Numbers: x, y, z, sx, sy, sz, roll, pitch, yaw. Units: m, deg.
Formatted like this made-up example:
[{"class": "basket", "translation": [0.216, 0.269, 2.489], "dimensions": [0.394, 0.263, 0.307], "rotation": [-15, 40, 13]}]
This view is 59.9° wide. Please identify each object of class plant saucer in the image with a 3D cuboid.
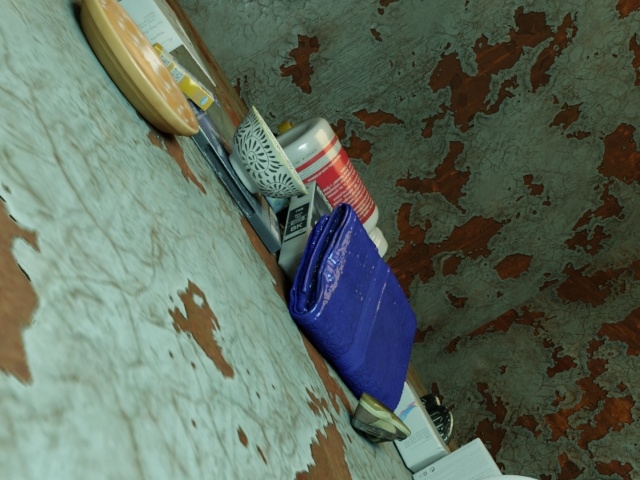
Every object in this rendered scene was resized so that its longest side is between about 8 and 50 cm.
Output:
[{"class": "plant saucer", "translation": [-0.218, -0.206, 0.663], "dimensions": [0.200, 0.037, 0.200], "rotation": [57, 4, -6]}]

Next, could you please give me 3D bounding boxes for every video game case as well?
[{"class": "video game case", "translation": [-0.151, -0.119, 0.953], "dimensions": [0.274, 0.026, 0.196], "rotation": [56, 4, -17]}]

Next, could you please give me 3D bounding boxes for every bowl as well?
[{"class": "bowl", "translation": [-0.098, -0.128, 0.915], "dimensions": [0.170, 0.080, 0.170], "rotation": [57, 4, -6]}]

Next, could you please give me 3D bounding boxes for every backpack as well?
[{"class": "backpack", "translation": [-0.080, -0.094, 1.238], "dimensions": [0.114, 0.084, 0.105], "rotation": [58, 1, 18]}]

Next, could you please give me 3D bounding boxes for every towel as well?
[{"class": "towel", "translation": [0.059, 0.121, 0.907], "dimensions": [0.308, 0.076, 0.227], "rotation": [56, 42, -36]}]

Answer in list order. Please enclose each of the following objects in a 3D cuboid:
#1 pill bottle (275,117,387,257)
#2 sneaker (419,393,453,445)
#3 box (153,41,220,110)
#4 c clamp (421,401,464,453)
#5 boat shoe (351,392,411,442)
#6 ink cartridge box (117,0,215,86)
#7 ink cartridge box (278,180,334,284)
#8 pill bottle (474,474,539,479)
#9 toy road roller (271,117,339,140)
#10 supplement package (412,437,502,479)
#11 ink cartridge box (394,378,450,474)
[{"class": "pill bottle", "translation": [0.015, -0.109, 1.524], "dimensions": [0.407, 0.229, 0.229], "rotation": [57, 4, -21]}, {"class": "sneaker", "translation": [0.333, 0.528, 1.586], "dimensions": [0.108, 0.100, 0.271], "rotation": [64, 3, -2]}, {"class": "box", "translation": [-0.222, -0.262, 0.907], "dimensions": [0.136, 0.028, 0.081], "rotation": [44, 7, -25]}, {"class": "c clamp", "translation": [0.218, 0.389, 1.110], "dimensions": [0.160, 0.022, 0.137], "rotation": [55, -43, 46]}, {"class": "boat shoe", "translation": [0.081, 0.256, 0.779], "dimensions": [0.056, 0.049, 0.152], "rotation": [36, -8, 43]}, {"class": "ink cartridge box", "translation": [-0.313, -0.421, 1.010], "dimensions": [0.275, 0.060, 0.239], "rotation": [60, 3, 32]}, {"class": "ink cartridge box", "translation": [0.000, 0.000, 1.075], "dimensions": [0.165, 0.065, 0.332], "rotation": [56, 18, -27]}, {"class": "pill bottle", "translation": [0.222, 0.387, 0.524], "dimensions": [0.323, 0.182, 0.181], "rotation": [58, 4, -24]}, {"class": "toy road roller", "translation": [-0.034, -0.225, 1.729], "dimensions": [0.329, 0.241, 0.202], "rotation": [56, 5, -38]}, {"class": "supplement package", "translation": [0.266, 0.464, 0.860], "dimensions": [0.139, 0.134, 0.244], "rotation": [56, 4, -28]}, {"class": "ink cartridge box", "translation": [0.167, 0.341, 1.035], "dimensions": [0.127, 0.072, 0.175], "rotation": [55, 5, -48]}]
